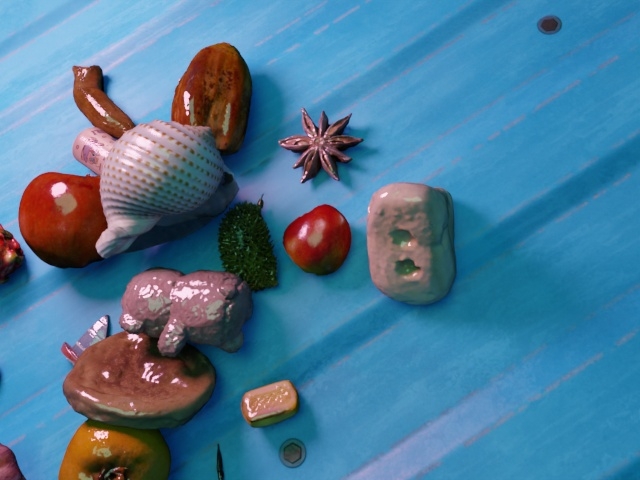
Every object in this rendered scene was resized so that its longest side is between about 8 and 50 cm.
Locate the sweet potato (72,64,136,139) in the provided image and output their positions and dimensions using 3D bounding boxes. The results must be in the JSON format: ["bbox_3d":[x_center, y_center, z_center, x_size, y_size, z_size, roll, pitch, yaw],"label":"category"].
[{"bbox_3d":[-0.544,-0.342,1.582,0.112,0.085,0.286,-39,67,-10],"label":"sweet potato"}]

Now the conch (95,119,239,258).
[{"bbox_3d":[-0.341,-0.117,1.327,0.319,0.303,0.215,-28,74,7],"label":"conch"}]

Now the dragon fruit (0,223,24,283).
[{"bbox_3d":[-0.774,0.029,1.438,0.160,0.172,0.166,-11,68,7],"label":"dragon fruit"}]

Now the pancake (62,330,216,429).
[{"bbox_3d":[-0.351,0.266,1.239,0.295,0.294,0.049,19,117,18],"label":"pancake"}]

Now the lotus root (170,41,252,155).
[{"bbox_3d":[-0.255,-0.327,1.481,0.193,0.193,0.290,2,72,12],"label":"lotus root"}]

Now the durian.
[{"bbox_3d":[-0.168,0.003,1.369,0.137,0.095,0.220,-15,63,6],"label":"durian"}]

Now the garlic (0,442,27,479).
[{"bbox_3d":[-0.688,0.490,1.255,0.245,0.160,0.244,2,104,9],"label":"garlic"}]

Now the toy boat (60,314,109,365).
[{"bbox_3d":[-0.500,0.221,1.384,0.096,0.034,0.122,39,79,16],"label":"toy boat"}]

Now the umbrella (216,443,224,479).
[{"bbox_3d":[-0.197,0.462,1.238,0.013,0.022,0.122,-26,52,29],"label":"umbrella"}]

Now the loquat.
[{"bbox_3d":[-0.386,0.427,1.188,0.208,0.208,0.208,-4,68,10],"label":"loquat"}]

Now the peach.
[{"bbox_3d":[0.005,0.001,1.330,0.118,0.151,0.151,-40,57,44],"label":"peach"}]

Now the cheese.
[{"bbox_3d":[0.177,0.003,1.238,0.174,0.251,0.247,-3,84,11],"label":"cheese"}]

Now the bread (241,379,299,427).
[{"bbox_3d":[-0.097,0.328,1.247,0.115,0.056,0.082,-18,48,-9],"label":"bread"}]

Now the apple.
[{"bbox_3d":[-0.552,-0.046,1.407,0.230,0.230,0.229,-4,68,10],"label":"apple"}]

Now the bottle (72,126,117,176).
[{"bbox_3d":[-0.482,-0.188,1.501,0.209,0.097,0.110,32,103,19],"label":"bottle"}]

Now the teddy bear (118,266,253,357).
[{"bbox_3d":[-0.273,0.138,1.295,0.267,0.151,0.236,-3,37,13],"label":"teddy bear"}]

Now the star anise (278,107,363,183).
[{"bbox_3d":[-0.002,-0.209,1.435,0.195,0.065,0.182,10,76,11],"label":"star anise"}]
